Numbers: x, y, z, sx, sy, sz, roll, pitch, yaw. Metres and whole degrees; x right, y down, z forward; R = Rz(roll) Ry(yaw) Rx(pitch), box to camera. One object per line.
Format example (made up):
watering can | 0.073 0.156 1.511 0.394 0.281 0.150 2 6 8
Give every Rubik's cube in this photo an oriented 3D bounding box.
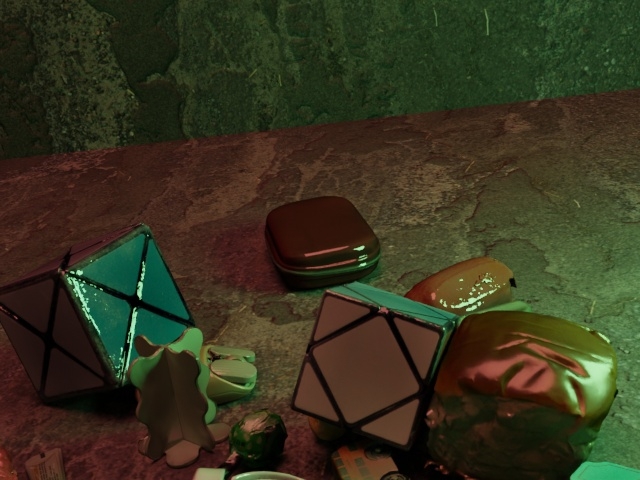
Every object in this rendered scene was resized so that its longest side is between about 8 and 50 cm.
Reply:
Rubik's cube | 0.094 0.195 1.493 0.205 0.207 0.205 17 6 15
Rubik's cube | -0.445 0.141 1.814 0.254 0.260 0.259 -18 15 36

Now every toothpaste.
toothpaste | -0.443 0.409 1.518 0.067 0.037 0.255 -22 21 -17

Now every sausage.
sausage | 0.268 0.127 1.811 0.279 0.152 0.152 -23 26 -30

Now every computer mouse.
computer mouse | -0.238 0.259 1.759 0.236 0.082 0.145 -10 21 -1

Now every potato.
potato | 0.023 0.306 1.572 0.083 0.062 0.068 -22 55 2

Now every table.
table | -0.253 0.263 1.592 0.166 0.198 0.166 -7 22 3

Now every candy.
candy | -0.168 0.382 1.451 0.097 0.097 0.323 9 35 37

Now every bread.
bread | 0.312 0.235 1.425 0.279 0.225 0.250 6 26 21

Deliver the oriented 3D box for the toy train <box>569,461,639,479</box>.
toy train | 0.409 0.371 1.218 0.198 0.107 0.154 8 19 36

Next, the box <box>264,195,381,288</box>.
box | 0.000 0.000 2.281 0.263 0.108 0.404 -10 22 -7

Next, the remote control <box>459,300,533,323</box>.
remote control | 0.244 0.203 1.662 0.335 0.128 0.065 -14 -20 -14

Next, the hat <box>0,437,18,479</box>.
hat | -0.665 0.395 1.536 0.286 0.107 0.236 -7 28 -32

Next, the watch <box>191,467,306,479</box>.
watch | -0.080 0.425 1.204 0.231 0.196 0.244 13 16 -6

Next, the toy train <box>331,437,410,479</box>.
toy train | 0.080 0.370 1.376 0.099 0.072 0.188 -11 22 -9
